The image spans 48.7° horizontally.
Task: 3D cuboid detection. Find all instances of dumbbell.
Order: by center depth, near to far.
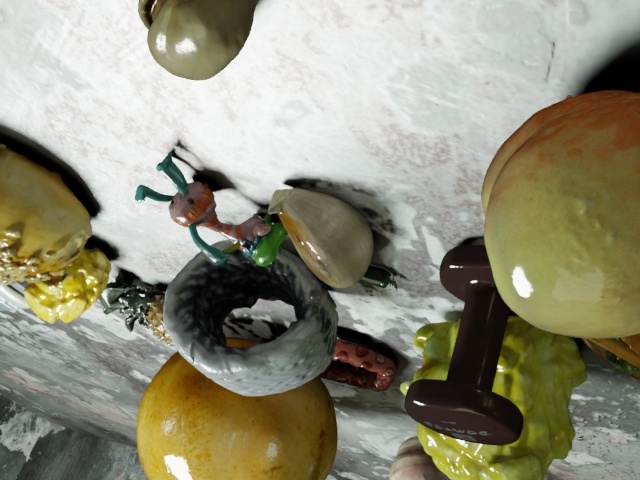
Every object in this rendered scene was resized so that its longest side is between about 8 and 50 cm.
[{"bbox_3d":[0.192,0.125,0.861,0.140,0.225,0.124,-2,147,39],"label":"dumbbell"}]

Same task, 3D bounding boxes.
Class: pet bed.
[{"bbox_3d":[0.049,0.226,1.324,0.201,0.053,0.201,15,156,7],"label":"pet bed"}]

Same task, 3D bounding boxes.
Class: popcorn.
[{"bbox_3d":[0.236,0.231,0.993,0.235,0.250,0.242,23,154,-19],"label":"popcorn"},{"bbox_3d":[-0.472,0.073,1.317,0.148,0.167,0.152,50,-177,28],"label":"popcorn"}]

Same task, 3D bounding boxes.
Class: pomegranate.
[{"bbox_3d":[-0.167,0.393,1.420,0.417,0.416,0.416,17,152,10],"label":"pomegranate"}]

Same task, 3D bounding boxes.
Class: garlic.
[{"bbox_3d":[0.010,0.007,0.957,0.129,0.090,0.198,24,163,30],"label":"garlic"},{"bbox_3d":[0.274,0.490,1.507,0.245,0.245,0.253,22,119,1],"label":"garlic"}]

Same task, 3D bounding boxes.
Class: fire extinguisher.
[{"bbox_3d":[0.075,0.050,1.027,0.083,0.025,0.038,18,129,8],"label":"fire extinguisher"}]

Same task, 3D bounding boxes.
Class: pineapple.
[{"bbox_3d":[-0.336,0.133,1.387,0.237,0.119,0.111,13,-165,24],"label":"pineapple"}]

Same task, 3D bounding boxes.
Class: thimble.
[{"bbox_3d":[-0.098,0.119,1.076,0.246,0.217,0.157,1,156,14],"label":"thimble"}]

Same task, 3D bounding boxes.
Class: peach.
[{"bbox_3d":[0.249,-0.025,0.586,0.233,0.232,0.232,17,152,10],"label":"peach"}]

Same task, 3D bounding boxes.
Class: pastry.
[{"bbox_3d":[-0.545,-0.033,1.149,0.316,0.184,0.284,15,150,14],"label":"pastry"}]

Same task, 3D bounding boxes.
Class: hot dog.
[{"bbox_3d":[0.428,0.150,0.908,0.250,0.068,0.100,30,150,-16],"label":"hot dog"}]

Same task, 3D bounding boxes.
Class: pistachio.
[{"bbox_3d":[-0.109,-0.205,0.642,0.113,0.113,0.149,27,167,-8],"label":"pistachio"}]

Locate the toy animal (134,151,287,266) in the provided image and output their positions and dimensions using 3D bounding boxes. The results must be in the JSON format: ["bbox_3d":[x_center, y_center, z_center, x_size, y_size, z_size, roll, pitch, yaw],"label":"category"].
[{"bbox_3d":[-0.150,-0.029,0.969,0.208,0.103,0.100,36,140,-17],"label":"toy animal"}]

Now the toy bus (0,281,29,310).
[{"bbox_3d":[-0.671,0.073,1.473,0.343,0.138,0.097,-5,139,43],"label":"toy bus"}]
